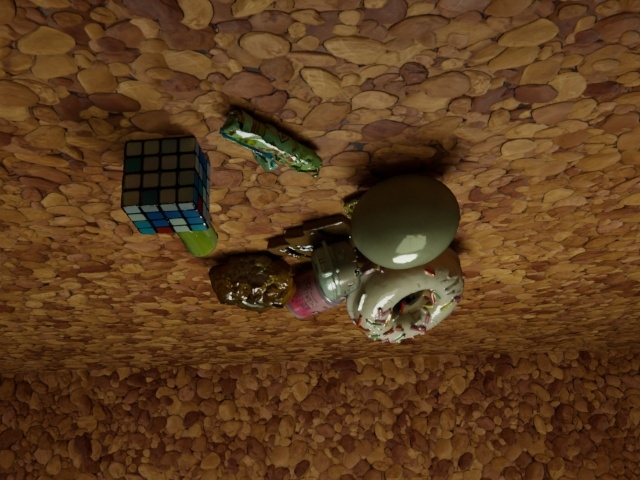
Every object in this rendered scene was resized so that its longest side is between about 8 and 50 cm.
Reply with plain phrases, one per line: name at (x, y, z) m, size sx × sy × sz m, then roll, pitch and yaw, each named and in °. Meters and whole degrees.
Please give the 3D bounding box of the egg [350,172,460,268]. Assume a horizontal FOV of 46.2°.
egg at (0.196, -0.045, 1.744) m, size 0.269 × 0.219 × 0.219 m, roll -14°, pitch 158°, yaw 42°

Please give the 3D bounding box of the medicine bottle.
medicine bottle at (0.008, 0.145, 2.332) m, size 0.247 × 0.147 × 0.147 m, roll -23°, pitch 152°, yaw 31°

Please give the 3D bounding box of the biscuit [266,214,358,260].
biscuit at (0.000, 0.001, 2.091) m, size 0.278 × 0.043 × 0.301 m, roll 3°, pitch 159°, yaw -15°

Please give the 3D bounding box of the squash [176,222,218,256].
squash at (-0.323, -0.039, 1.884) m, size 0.095 × 0.095 × 0.188 m, roll -5°, pitch 155°, yaw 5°

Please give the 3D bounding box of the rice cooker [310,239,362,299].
rice cooker at (0.044, 0.080, 2.051) m, size 0.127 × 0.145 × 0.206 m, roll -17°, pitch 156°, yaw -7°

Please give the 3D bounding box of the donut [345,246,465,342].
donut at (0.258, 0.162, 2.234) m, size 0.382 × 0.142 × 0.383 m, roll -14°, pitch 138°, yaw -13°

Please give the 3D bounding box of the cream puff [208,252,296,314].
cream puff at (-0.195, 0.127, 2.266) m, size 0.268 × 0.155 × 0.241 m, roll -10°, pitch 154°, yaw 37°

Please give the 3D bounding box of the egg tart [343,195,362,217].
egg tart at (0.116, -0.074, 1.895) m, size 0.130 × 0.052 × 0.130 m, roll -5°, pitch 162°, yaw -2°

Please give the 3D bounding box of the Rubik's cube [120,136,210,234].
Rubik's cube at (-0.321, -0.114, 1.577) m, size 0.154 × 0.155 × 0.151 m, roll -4°, pitch 158°, yaw 2°

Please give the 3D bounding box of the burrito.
burrito at (-0.107, -0.190, 1.542) m, size 0.104 × 0.054 × 0.288 m, roll -18°, pitch 155°, yaw 36°
